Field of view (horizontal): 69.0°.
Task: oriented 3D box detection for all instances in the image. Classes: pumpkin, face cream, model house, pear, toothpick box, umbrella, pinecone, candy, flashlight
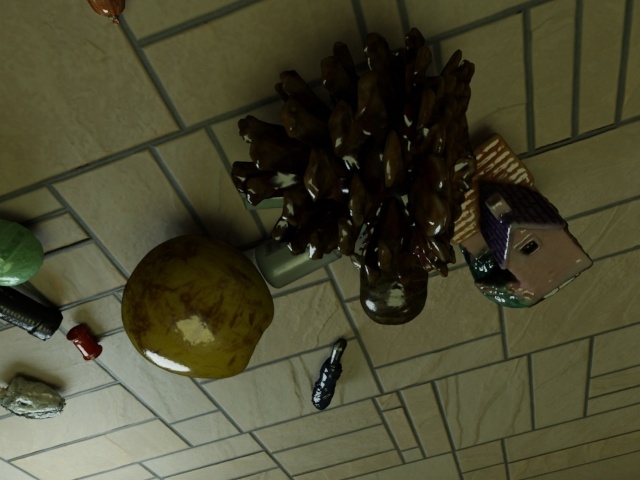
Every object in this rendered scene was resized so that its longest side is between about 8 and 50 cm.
[{"bbox_3d":[0.134,0.057,0.917,0.163,0.219,0.218,11,130,10],"label":"pumpkin"},{"bbox_3d":[0.000,0.000,0.916,0.252,0.101,0.101,-27,128,13],"label":"face cream"},{"bbox_3d":[0.315,-0.032,0.852,0.202,0.236,0.237,-36,122,26],"label":"model house"},{"bbox_3d":[-0.225,0.125,0.878,0.281,0.280,0.280,-4,129,-5],"label":"pear"},{"bbox_3d":[-0.539,0.232,1.064,0.047,0.047,0.083,-12,129,2],"label":"toothpick box"},{"bbox_3d":[0.020,0.353,1.237,0.071,0.071,0.248,4,124,-11],"label":"umbrella"},{"bbox_3d":[0.046,-0.117,0.696,0.385,0.384,0.384,-4,129,-5],"label":"pinecone"},{"bbox_3d":[-0.687,-0.065,0.779,0.440,0.119,0.119,38,115,-24],"label":"candy"},{"bbox_3d":[-0.640,0.127,0.939,0.093,0.093,0.232,-30,127,16],"label":"flashlight"}]

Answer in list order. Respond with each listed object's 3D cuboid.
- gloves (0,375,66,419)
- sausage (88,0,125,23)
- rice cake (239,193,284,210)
[{"bbox_3d":[-0.723,0.405,1.163,0.114,0.070,0.153,-36,127,20],"label":"gloves"},{"bbox_3d":[-0.312,-0.436,0.545,0.053,0.053,0.347,-11,130,1],"label":"sausage"},{"bbox_3d":[-0.043,-0.094,0.871,0.222,0.042,0.080,-4,134,-6],"label":"rice cake"}]
